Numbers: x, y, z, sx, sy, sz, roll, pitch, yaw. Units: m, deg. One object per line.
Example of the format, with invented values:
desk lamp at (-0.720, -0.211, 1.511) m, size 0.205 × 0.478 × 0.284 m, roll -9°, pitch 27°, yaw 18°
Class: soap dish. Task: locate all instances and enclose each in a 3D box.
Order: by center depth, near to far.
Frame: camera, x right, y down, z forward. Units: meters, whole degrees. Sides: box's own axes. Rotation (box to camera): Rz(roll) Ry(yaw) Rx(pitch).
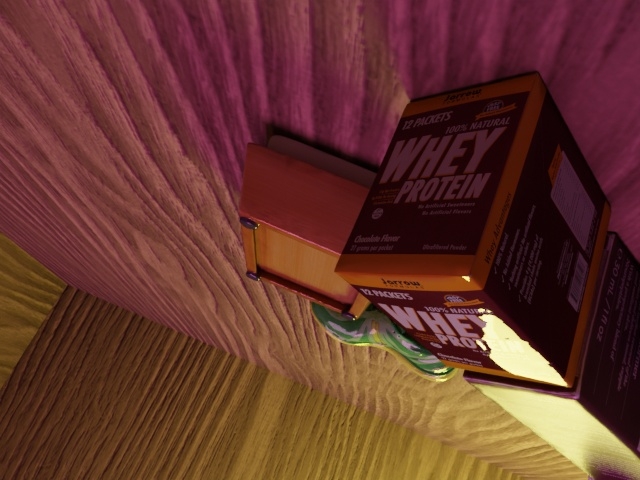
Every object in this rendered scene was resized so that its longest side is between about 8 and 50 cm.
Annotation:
soap dish at (0.000, 0.000, 0.756) m, size 0.229 × 0.118 × 0.291 m, roll 23°, pitch 159°, yaw 4°

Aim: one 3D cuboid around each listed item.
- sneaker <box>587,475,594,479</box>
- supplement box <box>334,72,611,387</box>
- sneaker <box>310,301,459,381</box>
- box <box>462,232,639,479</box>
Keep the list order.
sneaker at (0.480, 0.383, 0.915) m, size 0.210 × 0.366 × 0.137 m, roll 0°, pitch 108°, yaw 62°
supplement box at (0.148, -0.002, 0.499) m, size 0.129 × 0.191 × 0.194 m, roll -1°, pitch 146°, yaw 46°
sneaker at (0.126, 0.149, 1.022) m, size 0.296 × 0.109 × 0.123 m, roll 21°, pitch 135°, yaw 12°
box at (0.354, 0.172, 0.688) m, size 0.143 × 0.191 × 0.381 m, roll -3°, pitch 146°, yaw 49°
